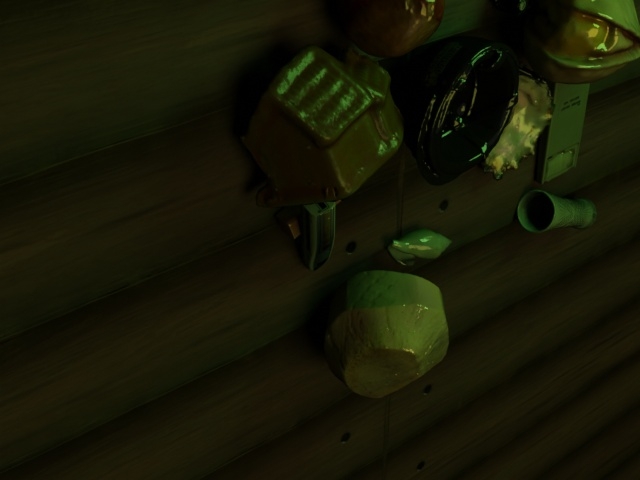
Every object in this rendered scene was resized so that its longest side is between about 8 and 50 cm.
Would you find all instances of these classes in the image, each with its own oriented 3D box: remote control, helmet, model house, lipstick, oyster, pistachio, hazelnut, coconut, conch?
[{"bbox_3d":[0.522,-0.256,2.134,0.123,0.038,0.285,-27,134,-27],"label":"remote control"},{"bbox_3d":[0.220,-0.244,1.745,0.279,0.160,0.230,-46,143,-12],"label":"helmet"},{"bbox_3d":[0.000,-0.204,1.574,0.268,0.173,0.239,-48,133,-29],"label":"model house"},{"bbox_3d":[-0.010,-0.067,1.729,0.145,0.045,0.045,-40,140,-18],"label":"lipstick"},{"bbox_3d":[0.372,-0.245,1.956,0.198,0.092,0.259,-43,146,-11],"label":"oyster"},{"bbox_3d":[0.501,-0.399,1.866,0.309,0.230,0.229,-33,142,-64],"label":"pistachio"},{"bbox_3d":[0.117,-0.378,1.553,0.182,0.182,0.182,-24,131,-32],"label":"hazelnut"},{"bbox_3d":[0.124,0.172,1.895,0.259,0.259,0.259,-24,131,-32],"label":"coconut"},{"bbox_3d":[0.198,0.010,1.981,0.180,0.088,0.065,-2,74,-36],"label":"conch"}]

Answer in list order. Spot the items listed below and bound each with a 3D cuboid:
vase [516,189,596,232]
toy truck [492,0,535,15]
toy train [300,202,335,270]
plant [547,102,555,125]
[{"bbox_3d":[0.545,-0.063,2.243,0.219,0.096,0.096,0,115,-48],"label":"vase"},{"bbox_3d":[0.361,-0.490,1.796,0.079,0.065,0.147,-26,130,-35],"label":"toy truck"},{"bbox_3d":[0.000,0.000,1.724,0.055,0.048,0.252,-36,156,-18],"label":"toy train"},{"bbox_3d":[0.453,-0.245,2.063,0.051,0.051,0.102,-11,133,-40],"label":"plant"}]
